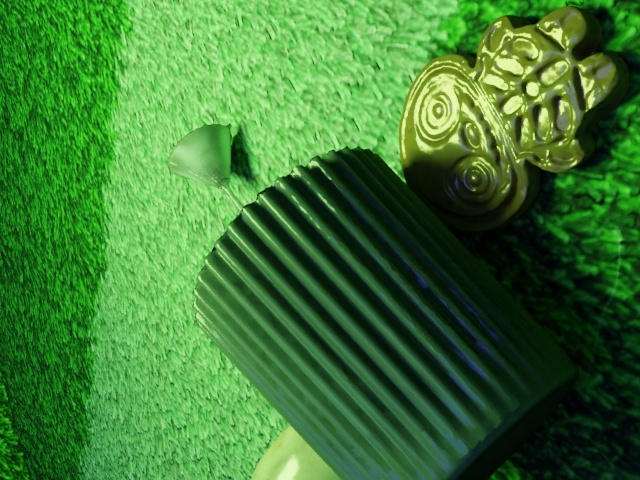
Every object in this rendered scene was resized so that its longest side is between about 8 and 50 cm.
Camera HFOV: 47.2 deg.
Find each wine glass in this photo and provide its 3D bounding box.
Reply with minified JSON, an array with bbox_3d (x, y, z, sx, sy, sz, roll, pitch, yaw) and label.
[{"bbox_3d":[-0.140,-0.079,1.122,0.183,0.122,0.122,51,135,22],"label":"wine glass"}]

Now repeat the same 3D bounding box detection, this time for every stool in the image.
[{"bbox_3d":[0.072,0.112,0.802,0.330,0.297,0.297,45,132,25],"label":"stool"}]

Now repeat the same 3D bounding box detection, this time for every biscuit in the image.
[{"bbox_3d":[0.186,-0.123,0.779,0.288,0.044,0.202,-33,76,51],"label":"biscuit"}]

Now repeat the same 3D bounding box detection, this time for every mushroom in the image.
[{"bbox_3d":[0.026,0.316,0.958,0.202,0.246,0.246,44,135,3],"label":"mushroom"}]

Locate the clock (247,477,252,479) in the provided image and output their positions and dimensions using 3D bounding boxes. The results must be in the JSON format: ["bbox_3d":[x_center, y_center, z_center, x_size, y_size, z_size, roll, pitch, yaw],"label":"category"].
[{"bbox_3d":[-0.048,0.475,1.213,0.150,0.063,0.197,-40,71,47],"label":"clock"}]
